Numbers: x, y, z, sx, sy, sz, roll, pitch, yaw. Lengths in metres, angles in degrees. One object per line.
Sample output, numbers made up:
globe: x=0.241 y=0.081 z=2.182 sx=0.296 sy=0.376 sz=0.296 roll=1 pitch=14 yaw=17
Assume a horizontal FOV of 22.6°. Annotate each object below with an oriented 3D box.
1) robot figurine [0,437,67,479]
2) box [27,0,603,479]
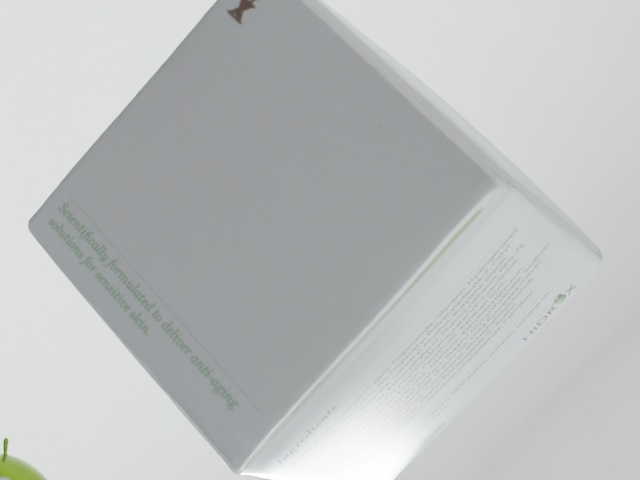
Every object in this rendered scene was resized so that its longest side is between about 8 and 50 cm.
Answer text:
robot figurine: x=-0.191 y=0.169 z=0.889 sx=0.115 sy=0.101 sz=0.067 roll=-55 pitch=-160 yaw=-8
box: x=0.000 y=0.000 z=0.437 sx=0.102 sy=0.087 sz=0.101 roll=-48 pitch=-118 yaw=7
